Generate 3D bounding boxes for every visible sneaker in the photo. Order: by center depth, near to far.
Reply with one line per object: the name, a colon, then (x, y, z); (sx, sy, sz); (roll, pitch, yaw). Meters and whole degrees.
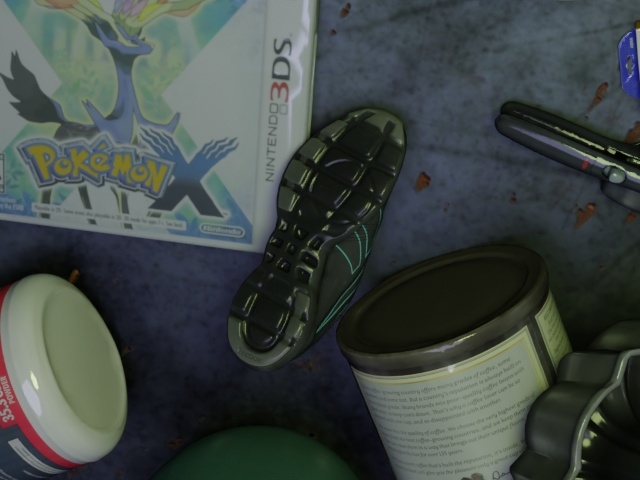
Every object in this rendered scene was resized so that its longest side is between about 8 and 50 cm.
sneaker: (0.000, 0.000, 1.640); (0.101, 0.106, 0.267); (30, 89, 21)

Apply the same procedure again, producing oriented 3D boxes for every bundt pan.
bundt pan: (0.295, 0.212, 1.539); (0.124, 0.331, 0.331); (9, 126, 56)

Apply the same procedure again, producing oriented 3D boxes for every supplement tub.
supplement tub: (-0.345, 0.160, 1.725); (0.272, 0.191, 0.191); (-21, 108, 17)

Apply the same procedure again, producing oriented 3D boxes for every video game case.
video game case: (-0.170, -0.143, 1.646); (0.329, 0.036, 0.300); (7, 114, 7)

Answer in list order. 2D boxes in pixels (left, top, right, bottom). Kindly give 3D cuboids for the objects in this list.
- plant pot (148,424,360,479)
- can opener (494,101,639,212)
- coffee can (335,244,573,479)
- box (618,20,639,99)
plant pot: (-0.065, 0.316, 1.721); (0.293, 0.235, 0.293); (4, 114, 9)
can opener: (0.244, -0.076, 1.591); (0.186, 0.059, 0.073); (24, 116, -1)
coffee can: (0.155, 0.172, 1.637); (0.201, 0.201, 0.275); (-16, 110, 16)
box: (0.334, -0.157, 1.558); (0.136, 0.028, 0.081); (-5, 113, 10)
